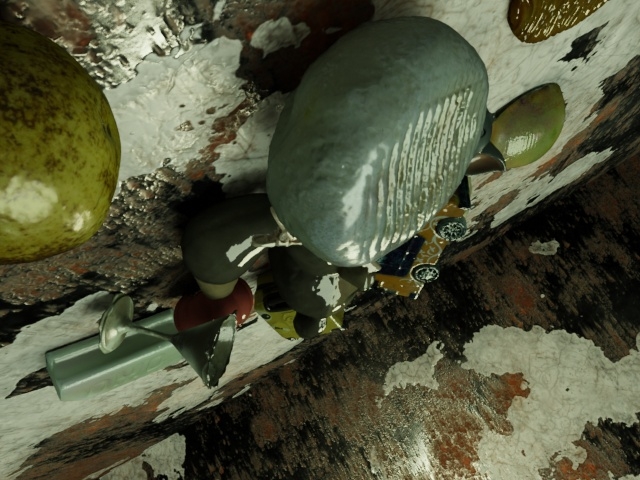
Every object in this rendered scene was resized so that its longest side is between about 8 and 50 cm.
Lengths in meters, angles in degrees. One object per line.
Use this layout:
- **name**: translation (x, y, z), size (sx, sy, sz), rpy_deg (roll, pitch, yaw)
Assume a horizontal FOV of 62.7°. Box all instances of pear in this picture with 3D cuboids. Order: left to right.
- **pear**: translation (-0.259, -0.082, 0.411), size (0.197, 0.197, 0.197), rpy_deg (-28, 162, -10)

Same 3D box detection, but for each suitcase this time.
- **suitcase**: translation (-0.049, 0.153, 1.374), size (0.193, 0.143, 0.235), rpy_deg (-15, 139, 20)

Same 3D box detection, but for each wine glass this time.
- **wine glass**: translation (-0.292, 0.185, 1.007), size (0.156, 0.232, 0.156), rpy_deg (14, 90, -83)

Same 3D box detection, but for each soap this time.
- **soap**: translation (-0.458, 0.269, 1.201), size (0.289, 0.095, 0.173), rpy_deg (-19, 158, -35)

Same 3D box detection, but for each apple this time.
- **apple**: translation (0.514, -0.277, 1.289), size (0.264, 0.120, 0.193), rpy_deg (-27, 151, -22)

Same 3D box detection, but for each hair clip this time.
- **hair clip**: translation (0.007, 0.000, 0.835), size (0.225, 0.034, 0.072), rpy_deg (14, 117, -20)

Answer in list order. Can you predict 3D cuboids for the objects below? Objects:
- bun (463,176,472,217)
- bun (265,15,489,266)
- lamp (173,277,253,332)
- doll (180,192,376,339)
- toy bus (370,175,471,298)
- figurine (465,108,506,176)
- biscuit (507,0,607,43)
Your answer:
- **bun**: translation (0.285, -0.084, 1.362), size (0.259, 0.160, 0.259), rpy_deg (-30, 165, -9)
- **bun**: translation (0.075, -0.136, 0.725), size (0.362, 0.211, 0.362), rpy_deg (-34, 143, -30)
- **lamp**: translation (-0.231, 0.155, 1.158), size (0.182, 0.140, 0.182), rpy_deg (-28, -168, 6)
- **doll**: translation (-0.073, 0.021, 1.032), size (0.378, 0.252, 0.382), rpy_deg (6, 140, -11)
- **toy bus**: translation (0.189, -0.028, 1.165), size (0.194, 0.162, 0.323), rpy_deg (12, 137, -5)
- **figurine**: translation (0.200, -0.171, 0.969), size (0.265, 0.193, 0.140), rpy_deg (-26, 168, 28)
- **biscuit**: translation (0.439, -0.441, 0.830), size (0.317, 0.040, 0.318), rpy_deg (-27, 162, -10)
